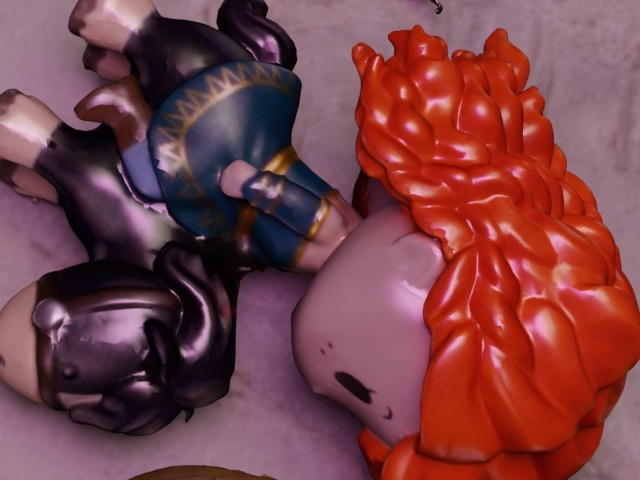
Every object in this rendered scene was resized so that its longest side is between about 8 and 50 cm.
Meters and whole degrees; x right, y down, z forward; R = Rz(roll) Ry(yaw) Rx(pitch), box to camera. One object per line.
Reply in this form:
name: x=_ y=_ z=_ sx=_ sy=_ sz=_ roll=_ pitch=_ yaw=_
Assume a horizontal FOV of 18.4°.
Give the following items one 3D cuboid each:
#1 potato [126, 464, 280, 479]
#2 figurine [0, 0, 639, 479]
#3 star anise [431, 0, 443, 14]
potato: x=-0.066 y=0.212 z=1.085 sx=0.296 sy=0.141 sz=0.191 roll=1 pitch=46 yaw=23
figurine: x=-0.011 y=0.002 z=1.183 sx=0.412 sy=0.241 sz=0.306 roll=9 pitch=60 yaw=0
star anise: x=0.048 y=-0.243 z=1.364 sx=0.212 sy=0.053 sz=0.157 roll=19 pitch=68 yaw=-5
